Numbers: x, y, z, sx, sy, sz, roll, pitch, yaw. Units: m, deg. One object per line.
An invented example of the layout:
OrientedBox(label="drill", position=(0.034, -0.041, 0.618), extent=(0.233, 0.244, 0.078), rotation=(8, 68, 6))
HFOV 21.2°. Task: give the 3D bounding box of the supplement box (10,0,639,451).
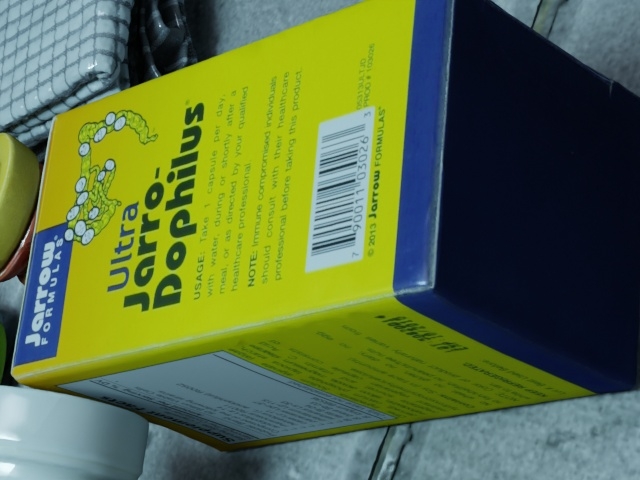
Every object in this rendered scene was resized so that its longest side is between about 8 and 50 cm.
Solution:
OrientedBox(label="supplement box", position=(0.000, 0.000, 1.077), extent=(0.356, 0.194, 0.195), rotation=(-14, 61, 41))

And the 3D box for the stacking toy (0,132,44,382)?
OrientedBox(label="stacking toy", position=(-0.267, 0.106, 1.347), extent=(0.309, 0.130, 0.279), rotation=(-44, 34, 36))

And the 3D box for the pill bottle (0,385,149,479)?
OrientedBox(label="pill bottle", position=(-0.196, 0.251, 1.088), extent=(0.169, 0.169, 0.301), rotation=(-6, 68, 44))

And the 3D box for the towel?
OrientedBox(label="towel", position=(-0.218, -0.168, 1.445), extent=(0.283, 0.121, 0.235), rotation=(-26, 53, 37))
